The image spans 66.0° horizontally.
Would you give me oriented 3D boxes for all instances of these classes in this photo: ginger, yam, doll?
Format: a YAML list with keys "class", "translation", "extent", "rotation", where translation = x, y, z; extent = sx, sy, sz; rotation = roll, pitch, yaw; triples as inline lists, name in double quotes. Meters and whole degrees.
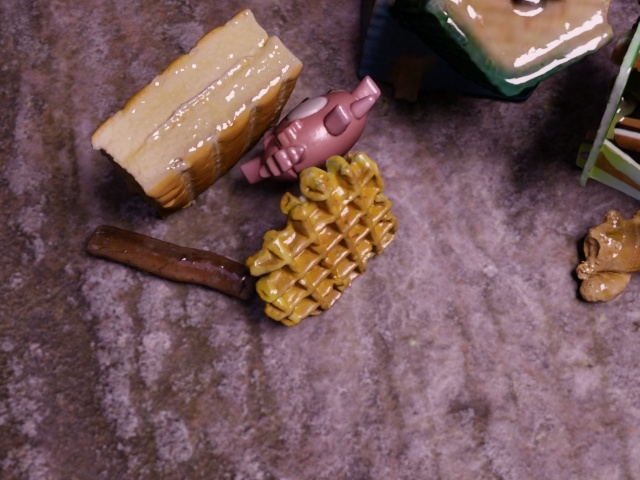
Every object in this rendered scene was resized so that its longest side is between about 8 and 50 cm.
- class: "ginger"
  translation: [0.467, 0.006, 0.734]
  extent: [0.205, 0.081, 0.115]
  rotation: [-24, 74, -4]
- class: "yam"
  translation: [-0.204, 0.030, 0.693]
  extent: [0.241, 0.057, 0.056]
  rotation: [17, 77, -1]
- class: "doll"
  translation: [-0.012, -0.137, 0.662]
  extent: [0.211, 0.262, 0.093]
  rotation: [-28, 103, 31]

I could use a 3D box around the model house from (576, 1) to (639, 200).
- class: "model house"
  translation: [0.513, -0.146, 0.584]
  extent: [0.324, 0.340, 0.300]
  rotation: [23, 68, 26]

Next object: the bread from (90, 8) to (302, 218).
- class: "bread"
  translation: [-0.158, -0.143, 0.645]
  extent: [0.239, 0.246, 0.111]
  rotation: [-44, 95, -11]

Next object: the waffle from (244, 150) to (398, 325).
- class: "waffle"
  translation: [0.000, 0.000, 0.631]
  extent: [0.057, 0.219, 0.229]
  rotation: [36, 75, 32]

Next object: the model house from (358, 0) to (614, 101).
- class: "model house"
  translation: [0.239, -0.339, 0.657]
  extent: [0.335, 0.382, 0.342]
  rotation: [7, 114, -3]
